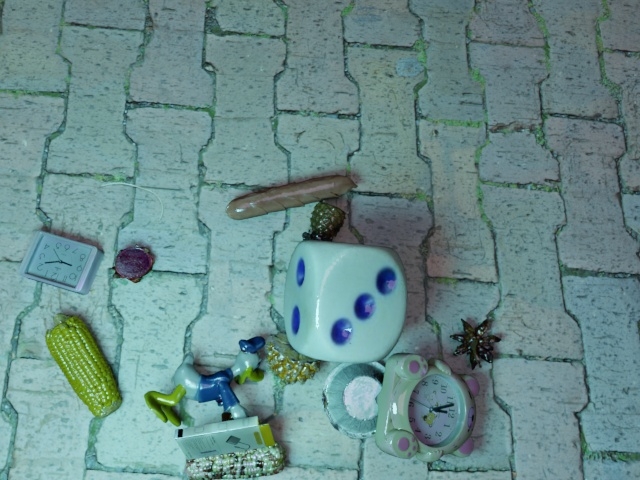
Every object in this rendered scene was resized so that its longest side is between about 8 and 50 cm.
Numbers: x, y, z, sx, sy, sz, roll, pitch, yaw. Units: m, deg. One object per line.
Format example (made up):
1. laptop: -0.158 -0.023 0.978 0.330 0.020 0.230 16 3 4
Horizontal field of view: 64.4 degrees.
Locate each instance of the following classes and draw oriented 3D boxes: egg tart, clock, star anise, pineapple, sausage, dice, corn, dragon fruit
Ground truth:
1. egg tart: 0.121 0.458 1.486 0.234 0.094 0.234 2 74 -8
2. clock: 0.312 0.478 1.444 0.309 0.114 0.284 17 72 -22
3. star anise: 0.479 0.315 1.574 0.167 0.057 0.168 3 66 -6
4. pineapple: 0.000 0.000 1.593 0.119 0.111 0.237 17 81 27
5. sausage: -0.091 -0.143 1.629 0.432 0.088 0.088 -13 77 -8
6. dice: 0.061 0.157 1.408 0.276 0.304 0.305 5 90 -22
7. pineapple: -0.086 0.367 1.480 0.175 0.161 0.137 14 107 -26
8. corn: -0.233 0.620 1.421 0.280 0.092 0.092 -6 76 -1
9. corn: -0.669 0.348 1.436 0.119 0.119 0.322 -34 85 -12
10. dragon fruit: -0.568 0.076 1.544 0.112 0.068 0.126 18 60 -17
11. clock: -0.776 0.065 1.527 0.197 0.063 0.150 17 75 0

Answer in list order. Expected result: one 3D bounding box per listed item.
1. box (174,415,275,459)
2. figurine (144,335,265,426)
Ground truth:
1. box: -0.252 0.528 1.361 0.247 0.129 0.033 -8 42 -3
2. figurine: -0.265 0.407 1.417 0.283 0.204 0.338 42 73 6
